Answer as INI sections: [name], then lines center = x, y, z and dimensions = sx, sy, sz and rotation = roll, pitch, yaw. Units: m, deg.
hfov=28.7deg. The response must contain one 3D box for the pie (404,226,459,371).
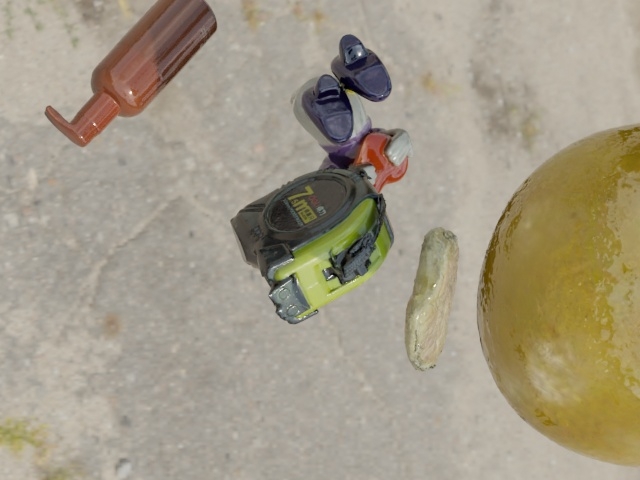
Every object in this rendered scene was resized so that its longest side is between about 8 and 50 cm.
[pie]
center = 0.162, 0.092, 1.832
dimensions = 0.185, 0.052, 0.218
rotation = -55, 153, -63

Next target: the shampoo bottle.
[shampoo bottle]
center = -0.228, -0.211, 1.545
dimensions = 0.244, 0.085, 0.085
rotation = -50, 120, -24

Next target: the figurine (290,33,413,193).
[figurine]
center = 0.030, -0.138, 1.886
dimensions = 0.154, 0.193, 0.421
rotation = -44, 151, -19

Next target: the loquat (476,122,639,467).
[loquat]
center = 0.317, 0.069, 1.157
dimensions = 0.328, 0.328, 0.359
rotation = 30, 20, -41

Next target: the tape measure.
[tape measure]
center = 0.000, 0.000, 1.522
dimensions = 0.186, 0.199, 0.112
rotation = -30, 126, -4
